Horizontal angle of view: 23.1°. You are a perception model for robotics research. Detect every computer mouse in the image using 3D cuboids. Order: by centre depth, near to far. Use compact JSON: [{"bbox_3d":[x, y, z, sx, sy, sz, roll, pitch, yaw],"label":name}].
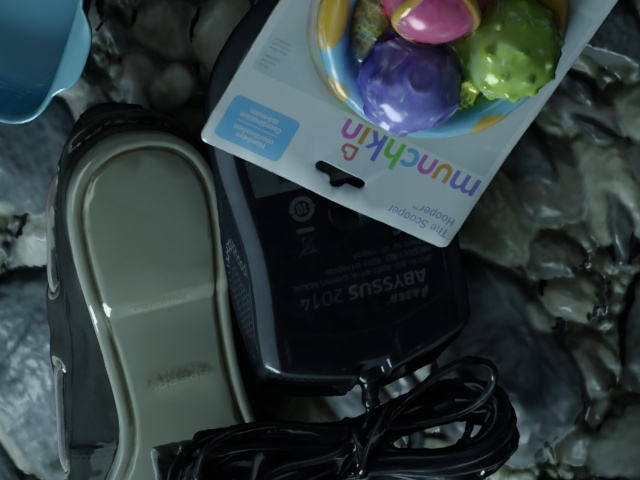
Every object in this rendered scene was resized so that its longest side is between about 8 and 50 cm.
[{"bbox_3d":[0.000,0.000,0.774,0.188,0.072,0.272,-8,110,-14],"label":"computer mouse"}]

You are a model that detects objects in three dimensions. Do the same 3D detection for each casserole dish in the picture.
[{"bbox_3d":[-0.197,-0.141,0.844,0.188,0.037,0.114,29,116,12],"label":"casserole dish"}]

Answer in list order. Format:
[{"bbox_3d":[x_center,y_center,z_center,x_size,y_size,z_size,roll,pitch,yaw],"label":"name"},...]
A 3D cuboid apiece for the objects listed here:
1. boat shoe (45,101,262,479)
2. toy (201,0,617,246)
[{"bbox_3d":[-0.090,0.085,0.857,0.112,0.095,0.335,-8,112,-15],"label":"boat shoe"},{"bbox_3d":[0.066,-0.103,0.665,0.137,0.056,0.237,24,111,-22],"label":"toy"}]
